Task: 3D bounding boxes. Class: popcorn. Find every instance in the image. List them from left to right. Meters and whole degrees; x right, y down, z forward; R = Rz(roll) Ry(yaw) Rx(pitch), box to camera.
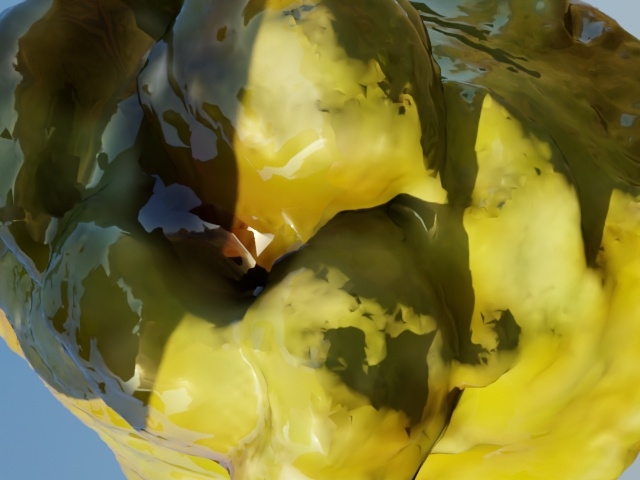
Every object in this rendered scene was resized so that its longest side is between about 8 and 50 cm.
[{"bbox_3d":[-0.004,-0.005,0.512,0.276,0.277,0.225,37,-146,-68],"label":"popcorn"}]
